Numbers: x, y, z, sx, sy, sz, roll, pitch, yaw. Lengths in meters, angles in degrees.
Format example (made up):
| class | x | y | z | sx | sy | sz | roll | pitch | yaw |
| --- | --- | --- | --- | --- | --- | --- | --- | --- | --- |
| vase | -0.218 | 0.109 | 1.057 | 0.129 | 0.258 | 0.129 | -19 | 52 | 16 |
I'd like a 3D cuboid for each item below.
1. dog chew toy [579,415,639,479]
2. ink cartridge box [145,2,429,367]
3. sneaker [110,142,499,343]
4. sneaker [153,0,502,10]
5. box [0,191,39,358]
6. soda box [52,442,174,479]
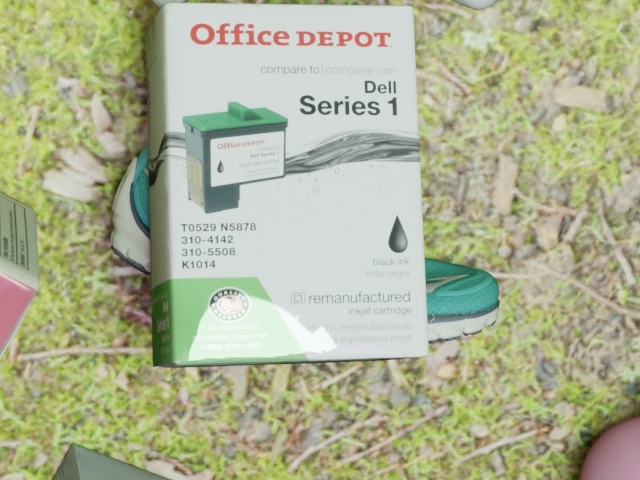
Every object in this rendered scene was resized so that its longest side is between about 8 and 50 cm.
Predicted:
| class | x | y | z | sx | sy | sz | roll | pitch | yaw |
| --- | --- | --- | --- | --- | --- | --- | --- | --- | --- |
| dog chew toy | 0.332 | 0.138 | 1.203 | 0.332 | 0.206 | 0.206 | -29 | 112 | 8 |
| ink cartridge box | -0.023 | -0.034 | 1.049 | 0.160 | 0.092 | 0.219 | -2 | 85 | -12 |
| sneaker | 0.000 | 0.000 | 1.136 | 0.275 | 0.107 | 0.110 | 16 | 96 | -16 |
| sneaker | -0.028 | -0.197 | 1.062 | 0.292 | 0.108 | 0.169 | 35 | 102 | -11 |
| box | -0.303 | 0.003 | 1.046 | 0.232 | 0.148 | 0.126 | 28 | 102 | -18 |
| soda box | -0.125 | 0.241 | 1.092 | 0.098 | 0.286 | 0.091 | 25 | 101 | -19 |
